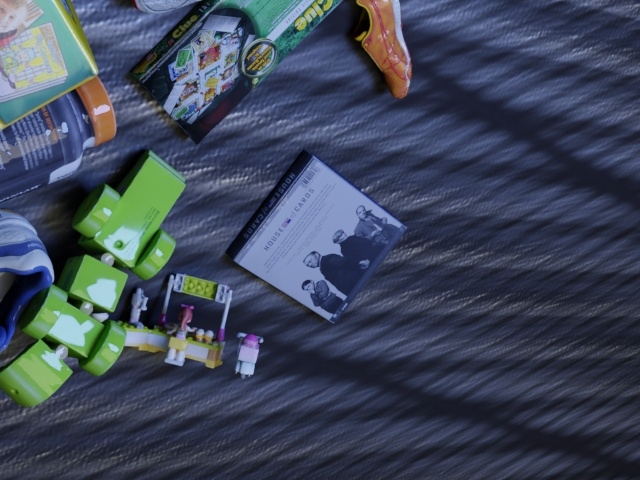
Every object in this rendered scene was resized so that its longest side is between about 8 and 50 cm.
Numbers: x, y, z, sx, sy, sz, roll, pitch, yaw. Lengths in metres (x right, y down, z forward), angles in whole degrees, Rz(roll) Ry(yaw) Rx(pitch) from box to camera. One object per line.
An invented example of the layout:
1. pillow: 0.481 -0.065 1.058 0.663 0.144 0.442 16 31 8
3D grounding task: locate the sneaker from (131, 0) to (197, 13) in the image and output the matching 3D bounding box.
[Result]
1. sneaker: -0.112 -0.320 1.486 0.225 0.093 0.088 -30 125 -5

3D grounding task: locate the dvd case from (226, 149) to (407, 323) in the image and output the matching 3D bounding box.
1. dvd case: 0.000 0.000 1.846 0.179 0.029 0.238 -52 135 3

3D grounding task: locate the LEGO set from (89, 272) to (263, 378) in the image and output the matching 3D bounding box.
1. LEGO set: -0.213 0.093 1.689 0.287 0.132 0.107 12 94 -13

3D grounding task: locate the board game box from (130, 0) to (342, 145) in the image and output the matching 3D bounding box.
1. board game box: -0.097 -0.248 1.604 0.260 0.030 0.136 -45 134 -5

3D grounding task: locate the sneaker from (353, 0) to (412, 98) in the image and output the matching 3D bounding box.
1. sneaker: 0.078 -0.259 1.725 0.067 0.064 0.175 -19 126 -2

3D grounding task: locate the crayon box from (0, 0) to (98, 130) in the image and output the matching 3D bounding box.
1. crayon box: -0.331 -0.309 1.107 0.106 0.313 0.363 -29 119 -2

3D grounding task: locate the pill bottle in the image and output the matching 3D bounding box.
1. pill bottle: -0.346 -0.108 1.425 0.245 0.130 0.130 -24 130 -24

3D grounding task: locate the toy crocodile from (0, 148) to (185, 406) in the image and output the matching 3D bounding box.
1. toy crocodile: -0.270 0.044 1.577 0.115 0.105 0.340 35 71 -24

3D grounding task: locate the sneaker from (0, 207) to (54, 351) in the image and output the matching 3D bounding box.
1. sneaker: -0.423 0.101 1.504 0.296 0.131 0.112 -52 138 4
